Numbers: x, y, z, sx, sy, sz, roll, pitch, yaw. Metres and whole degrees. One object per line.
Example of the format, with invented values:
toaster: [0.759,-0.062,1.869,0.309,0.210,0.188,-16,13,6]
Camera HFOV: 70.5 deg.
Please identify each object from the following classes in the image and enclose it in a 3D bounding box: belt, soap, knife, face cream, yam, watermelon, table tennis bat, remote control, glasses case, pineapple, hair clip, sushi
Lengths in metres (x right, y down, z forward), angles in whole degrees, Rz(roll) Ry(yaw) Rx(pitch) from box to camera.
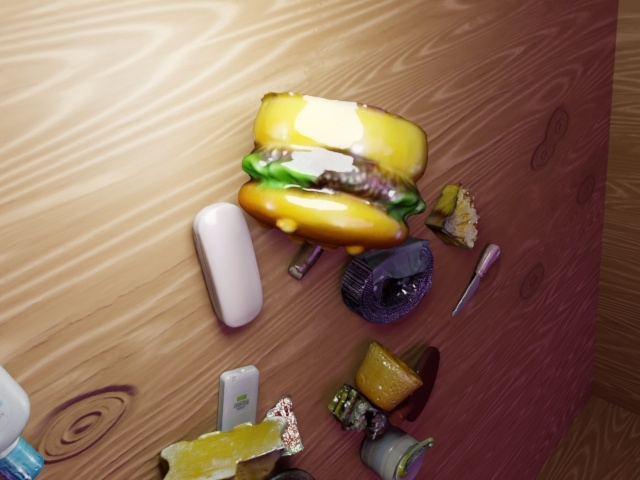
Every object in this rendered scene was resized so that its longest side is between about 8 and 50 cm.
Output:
belt: [0.205,0.114,1.361,0.325,0.122,0.260,-12,118,-35]
soap: [-0.197,0.623,1.097,0.305,0.169,0.338,-12,114,-8]
knife: [0.611,0.162,1.796,0.336,0.043,0.081,-57,139,-3]
face cream: [-0.585,0.291,0.752,0.163,0.080,0.336,-37,126,-27]
yam: [0.000,0.000,1.185,0.241,0.057,0.057,-51,130,-15]
watermelon: [-0.103,0.522,1.235,0.098,0.121,0.158,-5,104,-18]
table tennis bat: [0.340,0.524,1.584,0.415,0.051,0.268,-18,118,-56]
face cream: [0.250,0.743,1.581,0.177,0.153,0.177,-16,116,-37]
remote control: [-0.212,0.445,1.158,0.103,0.034,0.250,-6,108,-39]
glasses case: [-0.202,0.059,1.013,0.113,0.075,0.296,-26,121,-34]
pineapple: [0.442,-0.072,1.527,0.186,0.114,0.236,-26,110,-32]
hair clip: [0.305,0.713,1.491,0.188,0.033,0.060,-32,122,-27]
sushi: [0.121,0.555,1.426,0.139,0.131,0.291,-55,141,-12]

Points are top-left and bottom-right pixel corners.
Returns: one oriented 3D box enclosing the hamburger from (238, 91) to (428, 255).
hamburger: [0.033,-0.120,0.962,0.396,0.396,0.277,8,97,-42]

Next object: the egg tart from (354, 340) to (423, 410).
egg tart: [0.204,0.432,1.427,0.147,0.202,0.202,-52,132,1]

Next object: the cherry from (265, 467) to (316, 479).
cherry: [-0.093,0.769,1.249,0.296,0.218,0.255,-9,114,-25]
